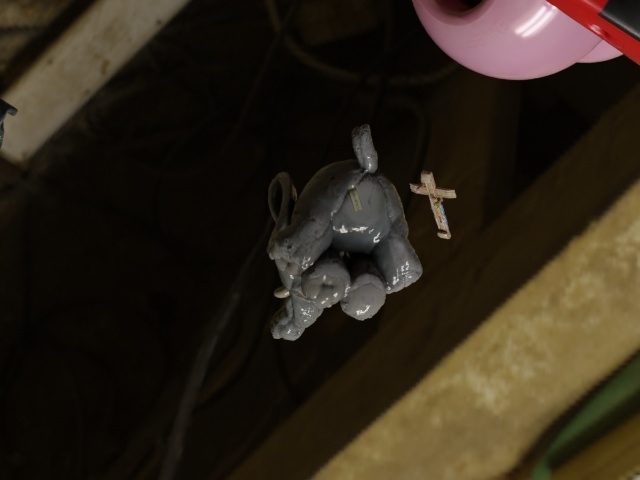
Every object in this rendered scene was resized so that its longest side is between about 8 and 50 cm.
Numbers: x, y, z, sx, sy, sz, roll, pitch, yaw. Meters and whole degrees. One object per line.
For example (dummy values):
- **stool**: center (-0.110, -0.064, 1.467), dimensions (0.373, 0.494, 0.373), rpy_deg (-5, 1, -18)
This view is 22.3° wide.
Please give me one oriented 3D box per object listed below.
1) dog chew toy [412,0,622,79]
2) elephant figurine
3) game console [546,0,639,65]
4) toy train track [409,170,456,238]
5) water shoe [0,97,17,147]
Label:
- **dog chew toy**: center (0.237, -0.256, 1.526), dimensions (0.206, 0.332, 0.207), rpy_deg (8, 101, 45)
- **elephant figurine**: center (0.000, 0.000, 1.754), dimensions (0.186, 0.239, 0.169), rpy_deg (-41, 101, -11)
- **game console**: center (0.312, -0.345, 1.326), dimensions (0.342, 0.060, 0.386), rpy_deg (31, 92, -14)
- **toy train track**: center (0.108, -0.031, 1.539), dimensions (0.048, 0.014, 0.083), rpy_deg (10, 139, 31)
- **water shoe**: center (-0.326, -0.091, 1.441), dimensions (0.080, 0.073, 0.203), rpy_deg (32, 161, -15)
